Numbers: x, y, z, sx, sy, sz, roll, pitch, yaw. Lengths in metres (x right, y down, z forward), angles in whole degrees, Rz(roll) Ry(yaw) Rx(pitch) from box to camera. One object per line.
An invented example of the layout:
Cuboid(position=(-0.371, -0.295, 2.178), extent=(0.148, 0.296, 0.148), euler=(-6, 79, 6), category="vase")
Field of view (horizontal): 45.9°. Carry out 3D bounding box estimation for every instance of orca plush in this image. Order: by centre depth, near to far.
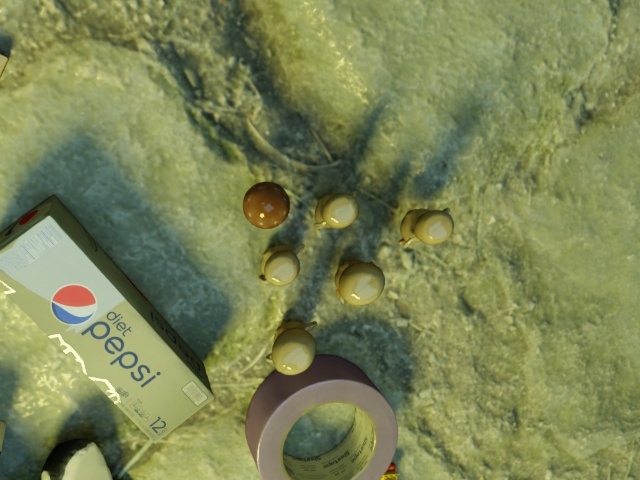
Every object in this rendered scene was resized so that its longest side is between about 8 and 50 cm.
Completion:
Cuboid(position=(-0.312, 0.371, 0.944), extent=(0.151, 0.102, 0.287), euler=(-48, 137, -49), category="orca plush")

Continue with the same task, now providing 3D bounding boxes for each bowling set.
Cuboid(position=(0.000, 0.000, 0.905), extent=(0.287, 0.154, 0.200), euler=(-39, 94, -2), category="bowling set")

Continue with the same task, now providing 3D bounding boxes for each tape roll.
Cuboid(position=(0.000, 0.252, 0.992), extent=(0.189, 0.080, 0.188), euler=(-5, 108, -16), category="tape roll")

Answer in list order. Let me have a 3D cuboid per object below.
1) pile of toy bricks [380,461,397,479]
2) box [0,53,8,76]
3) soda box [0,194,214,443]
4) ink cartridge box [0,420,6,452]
Cuboid(position=(0.067, 0.426, 1.049), extent=(0.118, 0.105, 0.212), euler=(-1, 106, -17), category="pile of toy bricks")
Cuboid(position=(-0.446, -0.161, 0.762), extent=(0.201, 0.021, 0.164), euler=(26, 97, -22), category="box")
Cuboid(position=(-0.245, 0.090, 0.857), extent=(0.091, 0.098, 0.286), euler=(-38, 113, -3), category="soda box")
Cuboid(position=(-0.452, 0.195, 0.822), extent=(0.207, 0.097, 0.046), euler=(34, 93, -23), category="ink cartridge box")
